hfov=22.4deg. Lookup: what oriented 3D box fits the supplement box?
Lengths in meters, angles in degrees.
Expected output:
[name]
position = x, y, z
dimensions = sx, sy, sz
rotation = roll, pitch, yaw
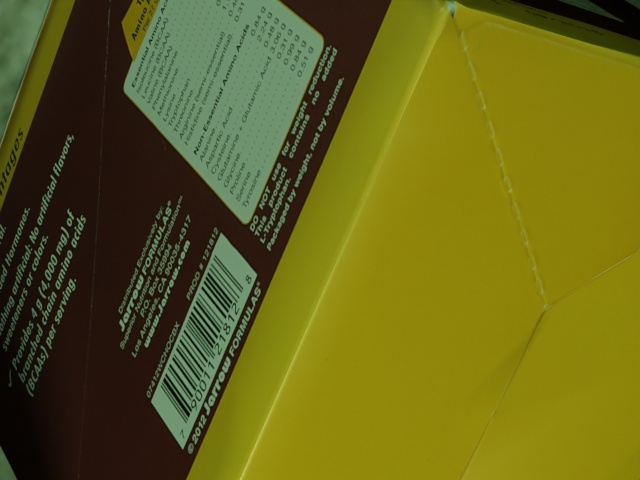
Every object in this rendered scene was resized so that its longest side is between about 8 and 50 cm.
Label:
[supplement box]
position = 0.000, 0.000, 0.468
dimensions = 0.129, 0.194, 0.191
rotation = 11, 111, -34
